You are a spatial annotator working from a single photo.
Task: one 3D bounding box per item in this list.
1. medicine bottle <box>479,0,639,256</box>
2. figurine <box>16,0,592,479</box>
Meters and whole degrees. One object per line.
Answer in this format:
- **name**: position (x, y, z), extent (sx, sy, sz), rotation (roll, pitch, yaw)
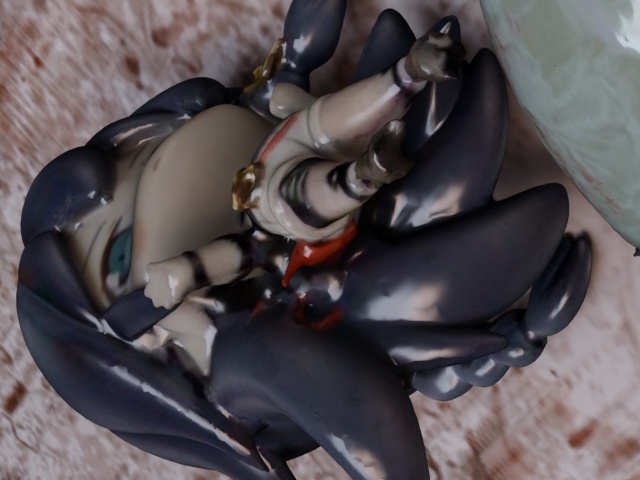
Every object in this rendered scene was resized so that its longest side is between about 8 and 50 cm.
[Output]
- **medicine bottle**: position (0.117, -0.090, 0.557), extent (0.147, 0.147, 0.143), rotation (-31, 92, 51)
- **figurine**: position (-0.011, 0.009, 0.744), extent (0.265, 0.175, 0.197), rotation (9, 129, 50)
